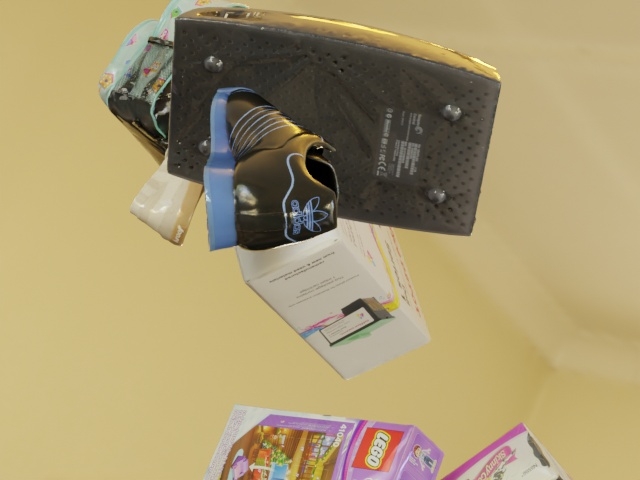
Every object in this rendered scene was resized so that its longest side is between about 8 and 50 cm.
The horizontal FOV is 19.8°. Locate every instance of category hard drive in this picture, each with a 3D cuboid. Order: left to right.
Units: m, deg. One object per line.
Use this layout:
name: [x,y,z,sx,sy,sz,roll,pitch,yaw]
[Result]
hard drive: [0.009,-0.099,1.451,0.255,0.054,0.172,12,-49,6]

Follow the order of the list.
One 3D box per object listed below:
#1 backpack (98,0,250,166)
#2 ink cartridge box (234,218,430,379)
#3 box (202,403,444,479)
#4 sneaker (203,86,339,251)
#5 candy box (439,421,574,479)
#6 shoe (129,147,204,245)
backpack: [-0.139,-0.178,2.029,0.144,0.188,0.166,27,-14,42]
ink cartridge box: [0.000,0.000,1.990,0.117,0.201,0.278,-24,-33,11]
box: [-0.036,0.284,1.534,0.201,0.293,0.057,3,-31,39]
sneaker: [-0.033,-0.051,1.301,0.091,0.081,0.232,-2,24,0]
candy box: [0.177,0.279,1.652,0.233,0.159,0.071,49,7,-47]
shoe: [-0.130,-0.076,1.785,0.058,0.219,0.076,17,-56,1]
